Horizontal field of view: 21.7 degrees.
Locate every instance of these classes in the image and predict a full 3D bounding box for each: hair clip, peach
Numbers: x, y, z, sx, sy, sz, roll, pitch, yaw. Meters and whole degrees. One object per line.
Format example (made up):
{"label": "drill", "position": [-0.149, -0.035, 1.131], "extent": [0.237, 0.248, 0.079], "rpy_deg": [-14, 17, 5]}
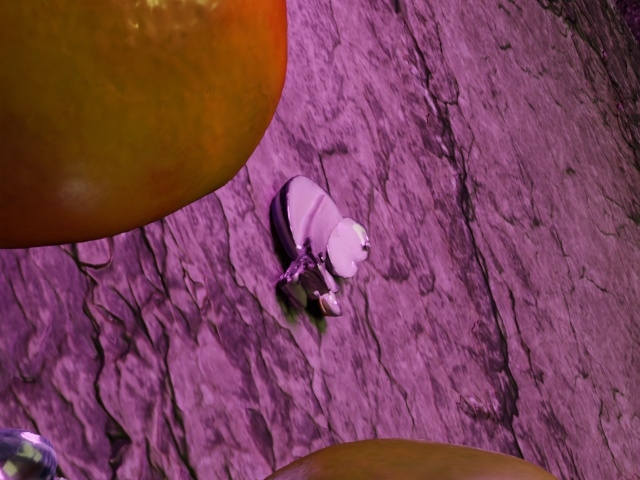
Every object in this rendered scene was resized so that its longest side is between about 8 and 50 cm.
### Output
{"label": "hair clip", "position": [-0.001, 0.000, 1.480], "extent": [0.116, 0.049, 0.172], "rpy_deg": [62, 20, -23]}
{"label": "peach", "position": [-0.178, -0.147, 0.939], "extent": [0.308, 0.289, 0.289], "rpy_deg": [65, 22, -22]}

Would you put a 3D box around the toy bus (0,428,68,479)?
{"label": "toy bus", "position": [-0.147, 0.189, 0.863], "extent": [0.329, 0.136, 0.109], "rpy_deg": [40, 37, -49]}

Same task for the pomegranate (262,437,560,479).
{"label": "pomegranate", "position": [0.064, 0.236, 0.859], "extent": [0.358, 0.216, 0.310], "rpy_deg": [53, 32, -56]}
